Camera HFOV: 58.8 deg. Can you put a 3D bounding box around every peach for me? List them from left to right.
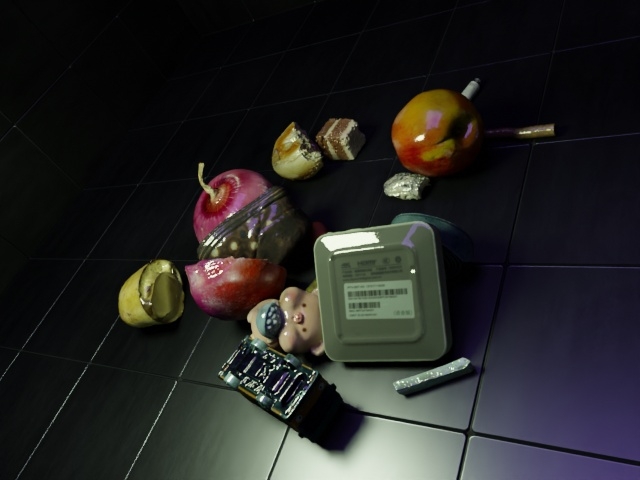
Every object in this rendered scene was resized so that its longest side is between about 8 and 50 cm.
[{"bbox_3d":[0.384,-0.363,1.916,0.308,0.307,0.332,-42,28,-8],"label":"peach"}]

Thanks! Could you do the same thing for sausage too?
[{"bbox_3d":[0.000,0.000,1.985,0.077,0.077,0.194,-32,41,4],"label":"sausage"}]

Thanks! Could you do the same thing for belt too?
[{"bbox_3d":[0.313,0.017,1.649,0.268,0.206,0.116,11,55,24],"label":"belt"}]

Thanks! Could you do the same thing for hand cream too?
[{"bbox_3d":[0.549,-0.537,2.163,0.067,0.042,0.194,27,74,38],"label":"hand cream"}]

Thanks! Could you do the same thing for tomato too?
[{"bbox_3d":[-0.265,0.163,1.836,0.290,0.335,0.176,-13,69,27],"label":"tomato"}]

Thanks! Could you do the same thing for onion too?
[{"bbox_3d":[-0.348,-0.110,2.167,0.358,0.345,0.358,-43,39,49],"label":"onion"}]

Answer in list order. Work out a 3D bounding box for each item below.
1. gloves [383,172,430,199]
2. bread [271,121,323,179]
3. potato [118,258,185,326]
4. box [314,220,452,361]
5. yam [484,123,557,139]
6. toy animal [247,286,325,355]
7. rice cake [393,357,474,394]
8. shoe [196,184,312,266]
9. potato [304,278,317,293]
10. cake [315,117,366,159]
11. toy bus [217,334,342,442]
[{"bbox_3d":[0.295,-0.196,1.974,0.153,0.070,0.114,9,57,42],"label":"gloves"},{"bbox_3d":[-0.099,-0.333,2.305,0.192,0.171,0.314,-43,33,10],"label":"bread"},{"bbox_3d":[-0.650,0.218,2.126,0.243,0.242,0.285,-22,48,15],"label":"potato"},{"bbox_3d":[0.162,0.144,1.565,0.368,0.090,0.372,-8,87,29],"label":"box"},{"bbox_3d":[0.629,-0.363,1.930,0.327,0.045,0.045,3,84,38],"label":"yam"},{"bbox_3d":[-0.098,0.257,1.727,0.221,0.230,0.209,137,131,-64],"label":"toy animal"},{"bbox_3d":[0.291,0.350,1.463,0.211,0.043,0.034,-23,46,15],"label":"rice cake"},{"bbox_3d":[-0.212,0.004,1.933,0.384,0.237,0.171,-38,-5,-13],"label":"shoe"},{"bbox_3d":[0.008,0.153,1.847,0.198,0.054,0.119,-37,37,-2],"label":"potato"},{"bbox_3d":[0.085,-0.403,2.280,0.147,0.135,0.134,16,61,38],"label":"cake"},{"bbox_3d":[-0.112,0.406,1.571,0.324,0.194,0.161,14,60,46],"label":"toy bus"}]
